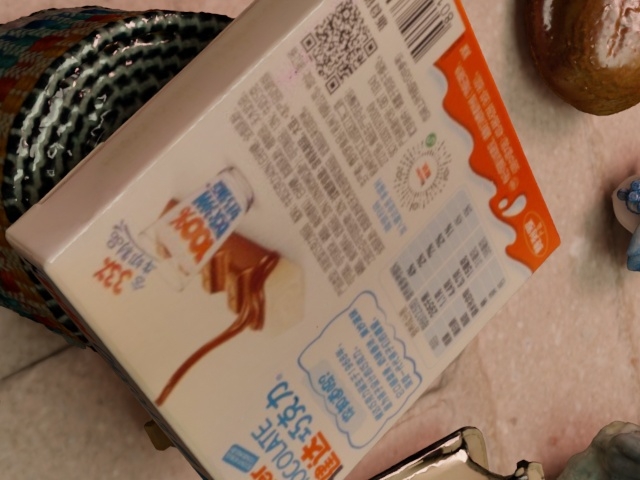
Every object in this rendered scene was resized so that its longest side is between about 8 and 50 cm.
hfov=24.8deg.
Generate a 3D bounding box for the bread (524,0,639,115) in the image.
[{"bbox_3d":[0.231,-0.266,1.098,0.124,0.084,0.344,10,89,-37],"label":"bread"}]

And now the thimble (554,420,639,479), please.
[{"bbox_3d":[0.275,0.255,1.113,0.172,0.205,0.250,21,45,-47],"label":"thimble"}]

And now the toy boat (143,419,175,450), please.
[{"bbox_3d":[-0.056,0.084,0.942,0.149,0.049,0.047,-34,116,-29],"label":"toy boat"}]

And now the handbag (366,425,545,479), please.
[{"bbox_3d":[0.028,0.306,0.969,0.358,0.160,0.236,-22,114,-33],"label":"handbag"}]

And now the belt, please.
[{"bbox_3d":[-0.091,-0.029,0.837,0.257,0.150,0.207,12,93,-41],"label":"belt"}]

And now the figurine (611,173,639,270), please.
[{"bbox_3d":[0.274,-0.021,1.177,0.114,0.079,0.114,8,90,-75],"label":"figurine"}]

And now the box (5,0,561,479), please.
[{"bbox_3d":[0.000,0.000,0.794,0.265,0.048,0.273,-45,135,-16],"label":"box"}]
